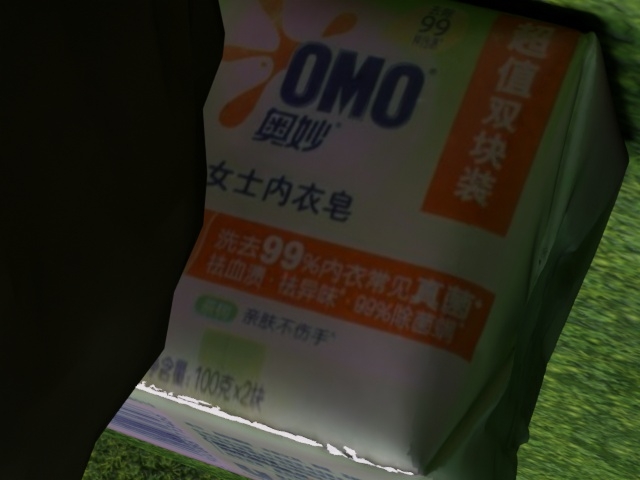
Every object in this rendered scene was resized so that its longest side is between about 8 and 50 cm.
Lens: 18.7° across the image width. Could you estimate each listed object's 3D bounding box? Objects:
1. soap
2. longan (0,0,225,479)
[{"bbox_3d":[0.000,0.000,0.753,0.199,0.182,0.138,16,164,22],"label":"soap"},{"bbox_3d":[-0.210,-0.063,0.427,0.391,0.391,0.391,20,167,5],"label":"longan"}]
